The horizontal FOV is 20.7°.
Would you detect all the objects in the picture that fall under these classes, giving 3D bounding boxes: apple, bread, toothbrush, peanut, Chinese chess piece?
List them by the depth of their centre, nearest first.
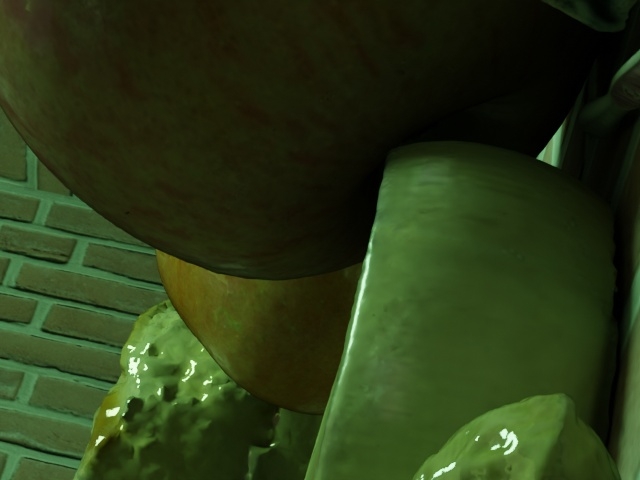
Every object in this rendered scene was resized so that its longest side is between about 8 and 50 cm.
[{"bbox_3d":[0.045,0.128,0.517,0.082,0.082,0.187,-76,-2,-60],"label":"peanut"},{"bbox_3d":[0.117,-0.060,0.641,0.022,0.017,0.204,-59,-3,-4],"label":"toothbrush"},{"bbox_3d":[0.047,0.084,0.703,0.250,0.103,0.249,14,-90,-89],"label":"Chinese chess piece"},{"bbox_3d":[-0.001,-0.125,0.835,0.345,0.345,0.269,93,161,-80],"label":"apple"},{"bbox_3d":[0.000,0.000,1.209,0.253,0.254,0.253,12,-90,-88],"label":"apple"},{"bbox_3d":[-0.052,0.246,1.446,0.390,0.279,0.371,-31,-46,-85],"label":"bread"}]

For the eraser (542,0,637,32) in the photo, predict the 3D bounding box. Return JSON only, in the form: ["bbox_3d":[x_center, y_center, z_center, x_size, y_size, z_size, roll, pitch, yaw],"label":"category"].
[{"bbox_3d":[0.121,-0.241,0.667,0.171,0.087,0.290,104,178,-50],"label":"eraser"}]
